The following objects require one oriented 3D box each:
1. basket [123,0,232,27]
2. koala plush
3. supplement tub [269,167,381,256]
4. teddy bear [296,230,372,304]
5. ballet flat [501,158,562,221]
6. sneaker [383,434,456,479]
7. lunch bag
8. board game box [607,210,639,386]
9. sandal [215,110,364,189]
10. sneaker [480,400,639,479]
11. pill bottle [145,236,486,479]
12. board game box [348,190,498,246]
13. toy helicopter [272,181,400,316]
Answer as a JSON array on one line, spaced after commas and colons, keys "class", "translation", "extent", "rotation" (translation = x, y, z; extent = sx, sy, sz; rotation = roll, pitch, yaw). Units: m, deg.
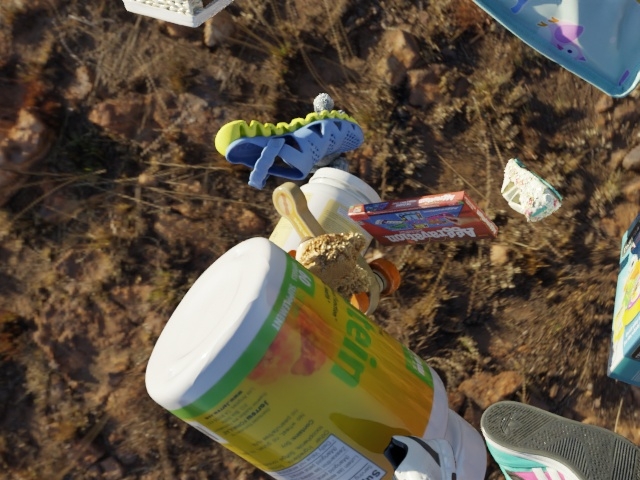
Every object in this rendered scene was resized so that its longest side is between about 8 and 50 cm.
[{"class": "basket", "translation": [-0.226, -0.411, 1.139], "extent": [0.167, 0.103, 0.113], "rotation": [22, 55, 31]}, {"class": "koala plush", "translation": [0.002, -0.291, 2.071], "extent": [0.204, 0.221, 0.196], "rotation": [1, 79, -12]}, {"class": "supplement tub", "translation": [0.000, 0.000, 1.954], "extent": [0.241, 0.241, 0.331], "rotation": [21, 69, 22]}, {"class": "teddy bear", "translation": [-0.006, 0.104, 1.467], "extent": [0.245, 0.338, 0.113], "rotation": [-23, 53, -3]}, {"class": "ballet flat", "translation": [0.385, -0.098, 1.412], "extent": [0.091, 0.241, 0.077], "rotation": [43, 104, -11]}, {"class": "sneaker", "translation": [0.063, 0.162, 0.453], "extent": [0.044, 0.109, 0.040], "rotation": [17, 114, -14]}, {"class": "lunch bag", "translation": [0.153, -0.259, 0.547], "extent": [0.262, 0.223, 0.160], "rotation": [31, 127, -1]}, {"class": "board game box", "translation": [0.597, 0.051, 1.294], "extent": [0.079, 0.253, 0.336], "rotation": [17, 53, 8]}, {"class": "sandal", "translation": [-0.053, -0.183, 1.562], "extent": [0.318, 0.126, 0.138], "rotation": [-13, 64, -17]}, {"class": "sneaker", "translation": [0.403, 0.377, 1.180], "extent": [0.296, 0.178, 0.123], "rotation": [20, 58, 37]}, {"class": "pill bottle", "translation": [0.007, 0.120, 0.556], "extent": [0.246, 0.136, 0.136], "rotation": [39, 107, -21]}, {"class": "board game box", "translation": [0.209, -0.039, 1.546], "extent": [0.281, 0.145, 0.027], "rotation": [-6, 58, 41]}, {"class": "toy helicopter", "translation": [0.000, 0.030, 1.683], "extent": [0.355, 0.140, 0.235], "rotation": [57, 144, 1]}]
